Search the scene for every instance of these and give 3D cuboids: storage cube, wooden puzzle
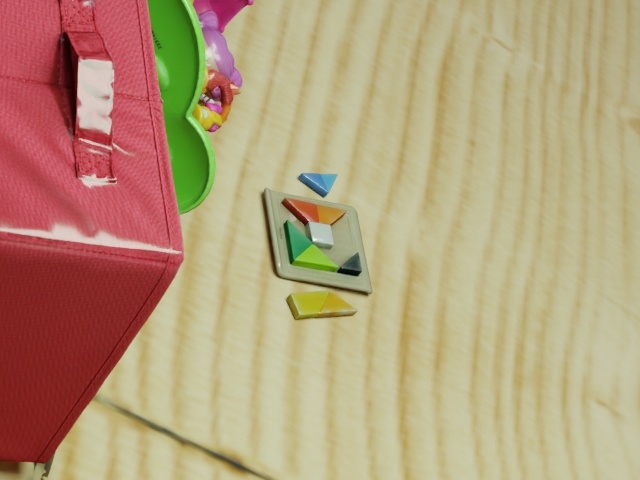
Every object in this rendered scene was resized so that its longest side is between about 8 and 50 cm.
[{"bbox_3d":[-0.195,-0.024,0.825,0.193,0.215,0.184,8,51,-26],"label":"storage cube"},{"bbox_3d":[0.000,0.000,1.105,0.078,0.014,0.116,8,51,-34],"label":"wooden puzzle"}]

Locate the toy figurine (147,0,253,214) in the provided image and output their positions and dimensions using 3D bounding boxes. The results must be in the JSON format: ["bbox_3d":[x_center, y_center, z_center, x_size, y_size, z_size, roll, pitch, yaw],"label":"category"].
[{"bbox_3d":[-0.087,-0.119,1.082,0.173,0.130,0.159,63,30,-9],"label":"toy figurine"}]
